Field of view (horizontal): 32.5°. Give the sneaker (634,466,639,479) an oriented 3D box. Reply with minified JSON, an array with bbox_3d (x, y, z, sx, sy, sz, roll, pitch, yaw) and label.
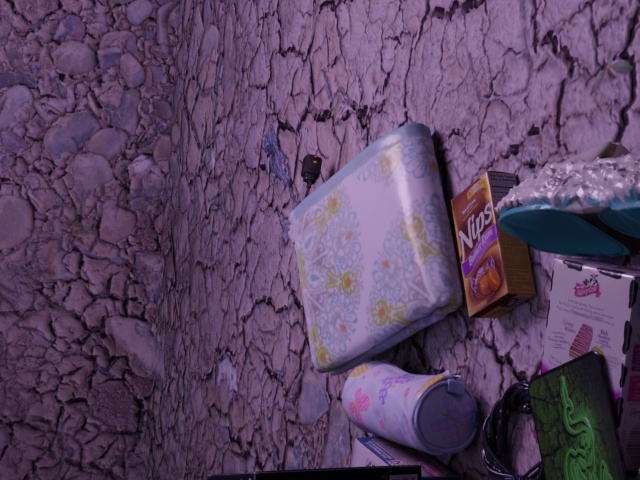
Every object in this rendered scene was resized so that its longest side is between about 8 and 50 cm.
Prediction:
[{"bbox_3d":[0.380,0.292,1.213,0.170,0.063,0.074,112,151,-46],"label":"sneaker"}]

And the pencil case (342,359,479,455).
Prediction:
[{"bbox_3d":[0.134,0.256,1.708,0.273,0.114,0.124,176,95,-66],"label":"pencil case"}]

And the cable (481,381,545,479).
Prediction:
[{"bbox_3d":[0.277,0.267,1.480,0.184,0.047,0.150,117,152,-46],"label":"cable"}]

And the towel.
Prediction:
[{"bbox_3d":[0.086,0.025,1.838,0.374,0.090,0.320,-37,56,47],"label":"towel"}]

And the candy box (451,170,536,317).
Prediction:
[{"bbox_3d":[0.245,0.007,1.569,0.109,0.053,0.186,136,134,-58],"label":"candy box"}]

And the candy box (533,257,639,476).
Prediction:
[{"bbox_3d":[0.338,0.145,1.312,0.159,0.071,0.233,-161,75,-65],"label":"candy box"}]

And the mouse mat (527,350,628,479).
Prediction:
[{"bbox_3d":[0.301,0.237,1.290,0.152,0.007,0.189,136,130,-57],"label":"mouse mat"}]

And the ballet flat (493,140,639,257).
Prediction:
[{"bbox_3d":[0.354,-0.054,1.262,0.409,0.147,0.146,180,93,-70],"label":"ballet flat"}]

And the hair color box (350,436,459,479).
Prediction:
[{"bbox_3d":[0.110,0.504,1.735,0.174,0.105,0.347,27,111,62],"label":"hair color box"}]

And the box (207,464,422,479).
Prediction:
[{"bbox_3d":[-0.009,0.378,1.577,0.184,0.261,0.103,159,112,-62],"label":"box"}]

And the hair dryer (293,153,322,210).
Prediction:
[{"bbox_3d":[0.000,0.000,2.131,0.223,0.080,0.293,101,166,-52],"label":"hair dryer"}]
